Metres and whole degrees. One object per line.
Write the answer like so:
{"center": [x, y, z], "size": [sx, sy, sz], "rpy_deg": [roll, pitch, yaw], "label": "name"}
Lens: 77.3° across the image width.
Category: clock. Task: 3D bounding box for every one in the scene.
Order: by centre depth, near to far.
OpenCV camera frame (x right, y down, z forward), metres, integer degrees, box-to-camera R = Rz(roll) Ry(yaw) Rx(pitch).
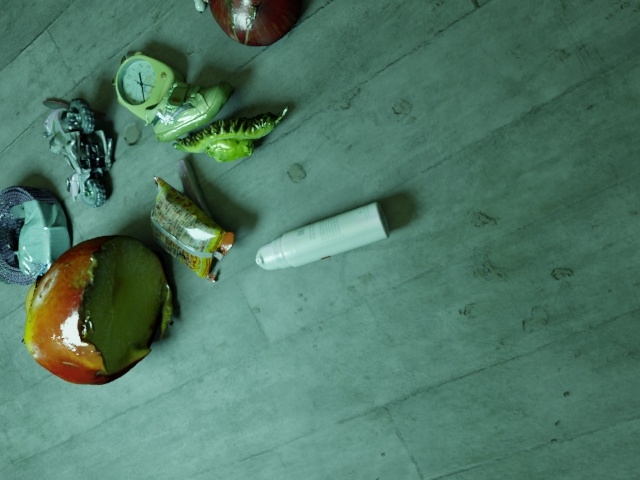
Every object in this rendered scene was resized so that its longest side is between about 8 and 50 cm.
{"center": [-0.523, -0.459, 1.170], "size": [0.232, 0.069, 0.169], "rpy_deg": [33, 104, 13], "label": "clock"}

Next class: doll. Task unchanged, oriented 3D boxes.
{"center": [-0.317, -0.670, 1.105], "size": [0.085, 0.040, 0.058], "rpy_deg": [-15, 103, 22], "label": "doll"}

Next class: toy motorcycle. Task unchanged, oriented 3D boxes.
{"center": [-0.742, -0.267, 1.226], "size": [0.188, 0.143, 0.326], "rpy_deg": [15, 114, 24], "label": "toy motorcycle"}

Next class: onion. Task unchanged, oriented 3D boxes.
{"center": [-0.170, -0.623, 1.013], "size": [0.249, 0.161, 0.247], "rpy_deg": [0, 81, 0], "label": "onion"}

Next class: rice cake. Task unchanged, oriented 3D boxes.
{"center": [-0.370, -0.140, 1.169], "size": [0.047, 0.036, 0.206], "rpy_deg": [-21, 90, 33], "label": "rice cake"}

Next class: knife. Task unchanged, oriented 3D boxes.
{"center": [-0.791, -0.417, 1.281], "size": [0.248, 0.018, 0.035], "rpy_deg": [15, 96, 14], "label": "knife"}

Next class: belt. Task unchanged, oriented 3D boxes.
{"center": [-0.960, -0.015, 1.312], "size": [0.261, 0.122, 0.324], "rpy_deg": [7, 95, 10], "label": "belt"}

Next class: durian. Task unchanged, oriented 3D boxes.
{"center": [-0.246, -0.275, 1.071], "size": [0.376, 0.132, 0.106], "rpy_deg": [-7, 51, 22], "label": "durian"}

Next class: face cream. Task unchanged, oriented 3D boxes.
{"center": [0.000, 0.000, 1.038], "size": [0.346, 0.102, 0.101], "rpy_deg": [-18, 90, 18], "label": "face cream"}

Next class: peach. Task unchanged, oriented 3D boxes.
{"center": [-0.610, 0.177, 1.115], "size": [0.353, 0.339, 0.416], "rpy_deg": [40, 100, 9], "label": "peach"}

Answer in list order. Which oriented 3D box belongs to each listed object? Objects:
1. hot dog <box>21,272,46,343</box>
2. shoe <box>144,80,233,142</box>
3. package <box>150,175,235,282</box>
{"center": [-0.862, 0.228, 1.276], "size": [0.107, 0.194, 0.325], "rpy_deg": [24, 104, 26], "label": "hot dog"}
{"center": [-0.358, -0.353, 1.075], "size": [0.263, 0.128, 0.139], "rpy_deg": [-25, 45, 20], "label": "shoe"}
{"center": [-0.387, -0.021, 1.132], "size": [0.288, 0.108, 0.223], "rpy_deg": [41, 134, 10], "label": "package"}
